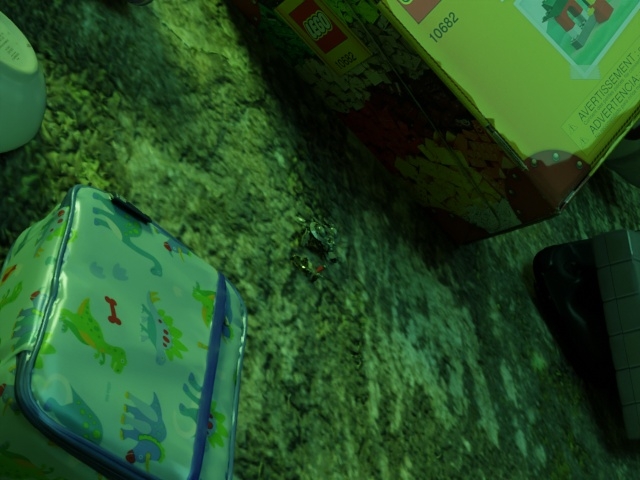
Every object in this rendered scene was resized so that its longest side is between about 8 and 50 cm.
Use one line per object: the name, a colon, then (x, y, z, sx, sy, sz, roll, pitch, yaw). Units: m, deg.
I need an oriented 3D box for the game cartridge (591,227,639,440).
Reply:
game cartridge: (0.415, 0.119, 1.586, 0.355, 0.068, 0.230, 16, 58, -51)

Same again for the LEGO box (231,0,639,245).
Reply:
LEGO box: (0.209, -0.303, 1.440, 0.372, 0.193, 0.500, 47, 66, -9)

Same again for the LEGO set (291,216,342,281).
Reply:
LEGO set: (0.002, 0.002, 1.247, 0.054, 0.023, 0.083, 35, 34, -27)

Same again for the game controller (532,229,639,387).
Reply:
game controller: (0.345, 0.073, 1.622, 0.319, 0.067, 0.166, -7, 78, -56)

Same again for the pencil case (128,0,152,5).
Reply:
pencil case: (-0.215, -0.276, 1.194, 0.206, 0.086, 0.088, 29, 10, -37)

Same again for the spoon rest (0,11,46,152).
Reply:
spoon rest: (-0.264, -0.100, 0.960, 0.137, 0.084, 0.276, 47, 17, -11)

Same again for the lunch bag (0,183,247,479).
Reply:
lunch bag: (-0.131, 0.082, 0.922, 0.176, 0.090, 0.219, 39, 33, -26)

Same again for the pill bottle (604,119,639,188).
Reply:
pill bottle: (0.327, -0.240, 1.751, 0.392, 0.224, 0.224, 35, 34, -28)
